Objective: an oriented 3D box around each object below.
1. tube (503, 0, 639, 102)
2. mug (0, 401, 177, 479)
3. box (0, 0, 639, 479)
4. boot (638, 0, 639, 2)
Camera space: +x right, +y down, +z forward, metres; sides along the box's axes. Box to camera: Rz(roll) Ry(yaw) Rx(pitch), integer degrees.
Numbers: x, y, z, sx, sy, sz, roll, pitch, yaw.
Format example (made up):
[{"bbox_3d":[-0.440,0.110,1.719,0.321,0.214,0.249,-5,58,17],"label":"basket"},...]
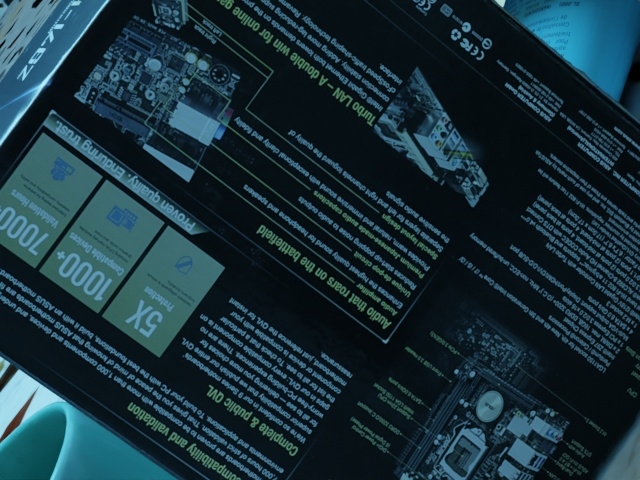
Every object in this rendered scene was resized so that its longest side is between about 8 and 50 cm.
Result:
[{"bbox_3d":[0.080,-0.055,0.664,0.080,0.052,0.207,-38,24,53],"label":"tube"},{"bbox_3d":[-0.080,0.136,0.601,0.129,0.097,0.157,-47,17,20],"label":"mug"},{"bbox_3d":[0.000,0.000,0.512,0.147,0.180,0.077,-55,17,-5],"label":"box"},{"bbox_3d":[0.084,-0.106,0.573,0.236,0.089,0.269,-43,29,15],"label":"boot"}]
